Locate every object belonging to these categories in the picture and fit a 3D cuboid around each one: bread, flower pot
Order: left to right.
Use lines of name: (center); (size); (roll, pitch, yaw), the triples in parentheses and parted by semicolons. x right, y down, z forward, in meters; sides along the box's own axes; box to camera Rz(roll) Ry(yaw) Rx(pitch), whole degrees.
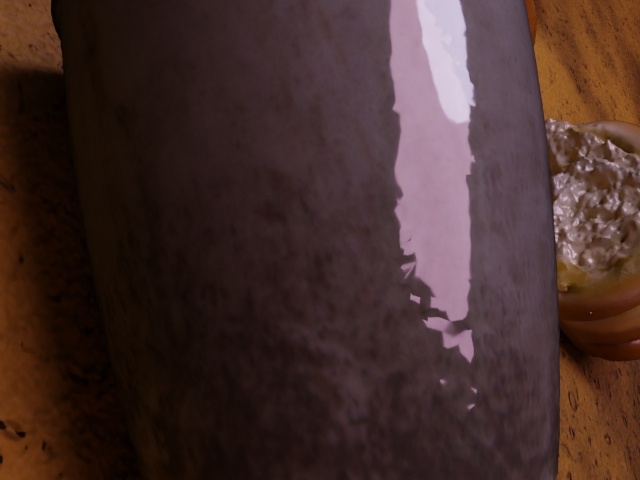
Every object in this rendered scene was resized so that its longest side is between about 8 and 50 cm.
flower pot: (0.000, 0.000, 0.505); (0.293, 0.293, 0.330); (15, 63, -51)
bread: (0.401, -0.001, 1.151); (0.270, 0.211, 0.315); (43, 41, -33)

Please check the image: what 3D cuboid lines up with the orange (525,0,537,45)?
orange: (0.134, -0.228, 0.932); (0.206, 0.206, 0.206); (34, 44, -40)
